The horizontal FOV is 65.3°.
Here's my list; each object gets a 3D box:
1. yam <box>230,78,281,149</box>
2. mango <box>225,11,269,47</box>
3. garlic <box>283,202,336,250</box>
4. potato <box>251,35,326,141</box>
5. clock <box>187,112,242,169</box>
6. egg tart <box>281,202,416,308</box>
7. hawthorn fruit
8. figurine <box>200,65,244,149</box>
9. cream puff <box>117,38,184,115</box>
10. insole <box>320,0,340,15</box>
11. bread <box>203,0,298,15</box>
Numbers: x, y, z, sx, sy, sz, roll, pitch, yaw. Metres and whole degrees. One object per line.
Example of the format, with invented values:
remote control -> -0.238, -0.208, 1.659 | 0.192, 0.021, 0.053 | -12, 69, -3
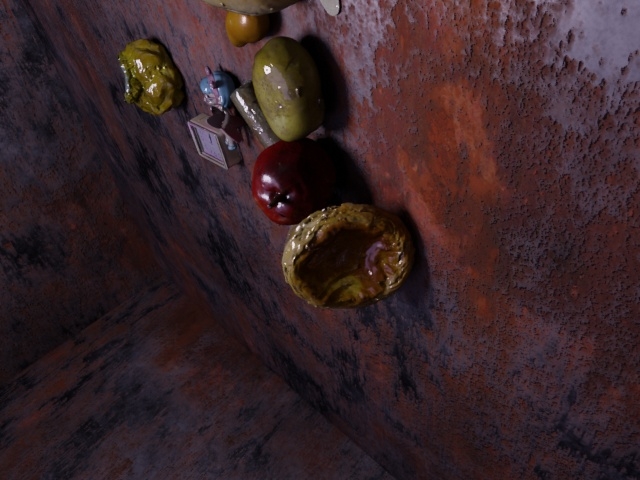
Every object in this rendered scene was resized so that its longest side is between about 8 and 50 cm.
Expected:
yam -> -0.156, -0.330, 1.413 | 0.259, 0.093, 0.093 | 56, 153, -8
mango -> -0.183, -0.531, 1.224 | 0.102, 0.085, 0.184 | 57, 163, -19
garlic -> 0.000, 0.000, 1.456 | 0.257, 0.207, 0.207 | 27, 144, 32
potato -> -0.073, -0.357, 1.186 | 0.228, 0.149, 0.197 | 61, 165, -14
clock -> -0.369, -0.348, 1.742 | 0.192, 0.071, 0.146 | 30, 146, 37
egg tart -> 0.071, 0.036, 1.323 | 0.150, 0.353, 0.351 | -100, -6, -55
hawthorn fruit -> -0.085, -0.135, 1.288 | 0.211, 0.266, 0.230 | 5, 123, 23
figurine -> -0.299, -0.413, 1.552 | 0.259, 0.103, 0.205 | 80, 178, -46
cream puff -> -0.617, -0.559, 1.753 | 0.282, 0.185, 0.281 | 34, 148, 25
insole -> -0.003, -0.547, 0.998 | 0.063, 0.010, 0.191 | 11, 133, 53
bread -> -0.202, -0.592, 1.052 | 0.314, 0.192, 0.171 | 41, 152, 20
